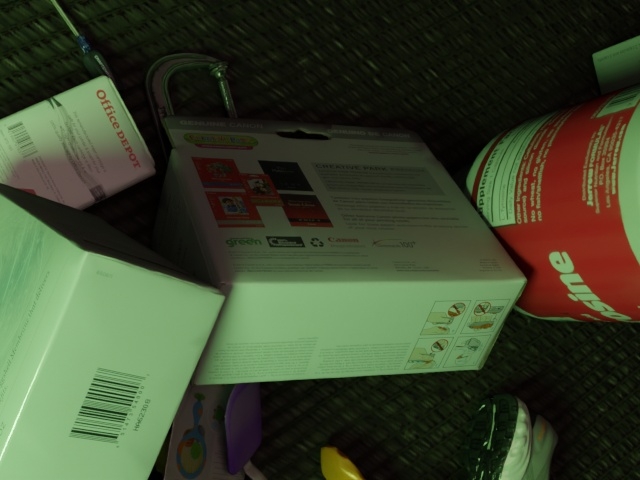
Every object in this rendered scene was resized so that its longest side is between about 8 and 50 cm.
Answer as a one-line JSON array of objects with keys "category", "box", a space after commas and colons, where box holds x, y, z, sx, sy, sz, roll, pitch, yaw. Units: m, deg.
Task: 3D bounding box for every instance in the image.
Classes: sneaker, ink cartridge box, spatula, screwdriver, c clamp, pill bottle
[{"category": "sneaker", "box": [0.206, 0.318, 1.023, 0.108, 0.100, 0.271, 28, 76, -24]}, {"category": "ink cartridge box", "box": [0.000, 0.000, 0.911, 0.309, 0.272, 0.130, 1, 129, -24]}, {"category": "spatula", "box": [-0.050, 0.279, 0.932, 0.084, 0.030, 0.296, -39, 114, -64]}, {"category": "ink cartridge box", "box": [-0.254, -0.080, 0.876, 0.150, 0.063, 0.109, -29, 98, -23]}, {"category": "screwdriver", "box": [-0.251, -0.221, 0.912, 0.025, 0.024, 0.170, -29, 96, 7]}, {"category": "c clamp", "box": [-0.113, -0.130, 0.966, 0.137, 0.022, 0.161, -22, 96, -18]}, {"category": "pill bottle", "box": [0.291, -0.030, 0.916, 0.229, 0.407, 0.229, 2, 85, -22]}]

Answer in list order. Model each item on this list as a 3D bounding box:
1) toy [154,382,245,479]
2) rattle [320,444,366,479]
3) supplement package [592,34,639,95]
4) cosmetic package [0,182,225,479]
[{"category": "toy", "box": [-0.125, 0.205, 0.900, 0.137, 0.056, 0.237, 32, 64, -55]}, {"category": "rattle", "box": [0.004, 0.339, 0.925, 0.200, 0.130, 0.143, -45, 106, -14]}, {"category": "supplement package", "box": [0.507, -0.146, 1.129, 0.198, 0.199, 0.263, -14, 92, -23]}, {"category": "cosmetic package", "box": [-0.231, 0.093, 0.746, 0.138, 0.224, 0.224, 22, 91, -42]}]
